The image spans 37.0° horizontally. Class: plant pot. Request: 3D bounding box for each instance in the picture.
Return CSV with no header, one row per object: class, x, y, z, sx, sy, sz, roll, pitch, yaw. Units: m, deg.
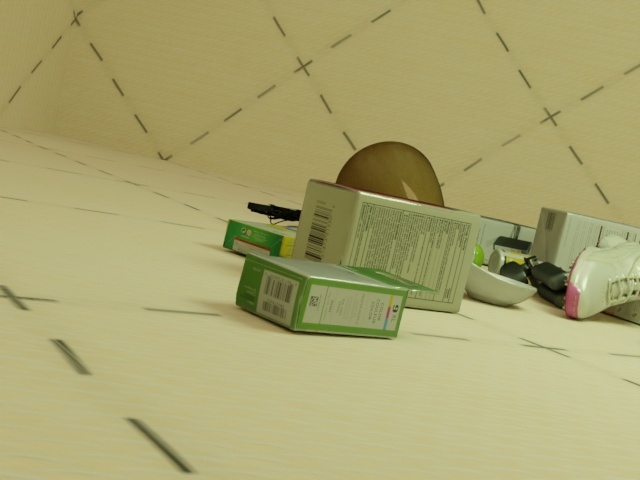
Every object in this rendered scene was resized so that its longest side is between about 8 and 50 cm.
plant pot,0.168,-0.062,2.030,0.237,0.237,0.254,11,20,-15

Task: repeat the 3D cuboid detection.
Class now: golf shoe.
golf shoe,0.533,0.066,1.711,0.140,0.115,0.306,14,25,32

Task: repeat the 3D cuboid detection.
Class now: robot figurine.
robot figurine,0.296,0.031,2.038,0.115,0.067,0.101,12,-3,-6

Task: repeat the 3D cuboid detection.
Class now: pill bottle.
pill bottle,0.427,0.059,2.067,0.116,0.065,0.065,11,6,-13

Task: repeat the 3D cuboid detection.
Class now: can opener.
can opener,0.431,0.085,1.882,0.093,0.074,0.280,-22,7,-3

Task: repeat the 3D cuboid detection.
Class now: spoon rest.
spoon rest,0.233,0.051,1.603,0.277,0.084,0.137,10,6,-15

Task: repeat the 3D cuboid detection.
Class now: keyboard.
keyboard,-0.063,-0.040,1.872,0.192,0.038,0.100,10,-9,31

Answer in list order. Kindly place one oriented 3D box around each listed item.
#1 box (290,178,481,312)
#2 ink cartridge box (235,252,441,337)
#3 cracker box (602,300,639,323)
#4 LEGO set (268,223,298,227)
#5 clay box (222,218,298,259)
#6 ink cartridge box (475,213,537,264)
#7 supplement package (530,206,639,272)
box,0.092,0.008,1.360,0.232,0.148,0.127,10,5,-36
ink cartridge box,0.023,0.064,1.074,0.209,0.062,0.109,8,7,-42
cracker box,0.656,0.134,1.820,0.156,0.067,0.232,9,6,-35
LEGO set,0.000,0.000,1.876,0.183,0.060,0.244,16,18,31
clay box,-0.034,0.011,1.552,0.127,0.053,0.222,17,6,40
ink cartridge box,0.431,0.001,2.413,0.273,0.114,0.197,13,5,-12
supplement package,0.638,0.043,2.140,0.293,0.175,0.177,12,4,-7
